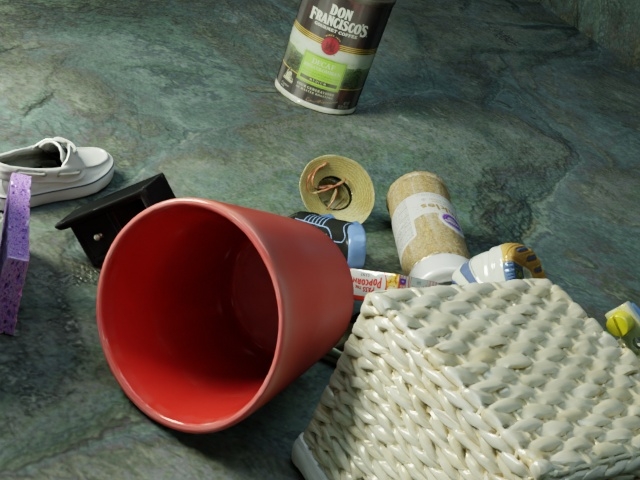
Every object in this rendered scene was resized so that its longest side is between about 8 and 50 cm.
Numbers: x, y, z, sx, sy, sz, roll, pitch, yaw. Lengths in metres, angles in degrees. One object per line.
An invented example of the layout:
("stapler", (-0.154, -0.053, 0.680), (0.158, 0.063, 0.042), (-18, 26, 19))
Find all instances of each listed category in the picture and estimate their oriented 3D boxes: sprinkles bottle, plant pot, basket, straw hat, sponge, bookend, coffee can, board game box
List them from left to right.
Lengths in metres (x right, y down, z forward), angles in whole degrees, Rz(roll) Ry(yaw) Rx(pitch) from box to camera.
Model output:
("sponge", (-0.396, 0.013, 1.271), (0.031, 0.117, 0.210), (9, 30, -19))
("bookend", (-0.263, 0.008, 1.398), (0.157, 0.156, 0.072), (-19, 17, 23))
("plant pot", (-0.095, 0.077, 1.227), (0.275, 0.274, 0.243), (33, 20, 23))
("straw hat", (0.020, -0.083, 1.782), (0.145, 0.144, 0.061), (10, -13, -19))
("coffee can", (0.031, -0.450, 2.227), (0.202, 0.275, 0.201), (16, 28, -9))
("board game box", (0.054, 0.064, 1.429), (0.194, 0.045, 0.147), (6, -4, 30))
("sprinkles bottle", (0.187, 0.008, 1.671), (0.121, 0.121, 0.355), (15, 28, -11))
("basket", (0.208, 0.236, 1.121), (0.331, 0.266, 0.328), (0, 33, -38))

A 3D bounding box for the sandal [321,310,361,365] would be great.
("sandal", (0.070, 0.135, 1.398), (0.303, 0.086, 0.120), (20, 27, -2))

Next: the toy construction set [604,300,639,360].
("toy construction set", (0.416, 0.238, 1.265), (0.151, 0.215, 0.327), (-1, 71, -49))

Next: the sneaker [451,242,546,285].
("sneaker", (0.270, 0.158, 1.406), (0.112, 0.131, 0.296), (6, 70, -45))

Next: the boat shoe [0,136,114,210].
("boat shoe", (-0.408, -0.115, 1.529), (0.095, 0.084, 0.258), (29, 29, 17))

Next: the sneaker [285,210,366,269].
("sneaker", (0.000, 0.000, 1.564), (0.091, 0.081, 0.232), (-1, 8, -18))
